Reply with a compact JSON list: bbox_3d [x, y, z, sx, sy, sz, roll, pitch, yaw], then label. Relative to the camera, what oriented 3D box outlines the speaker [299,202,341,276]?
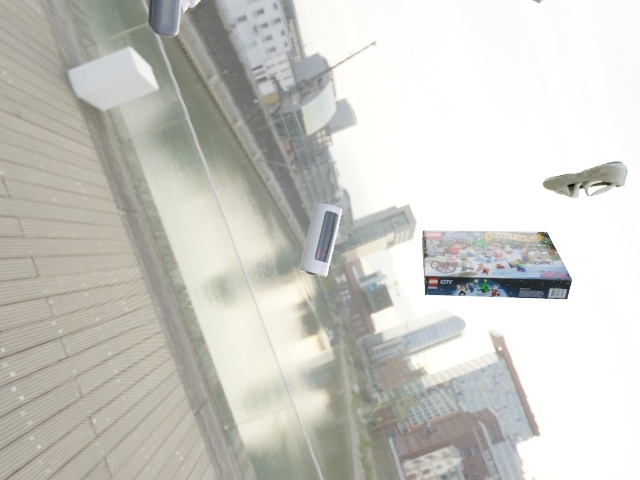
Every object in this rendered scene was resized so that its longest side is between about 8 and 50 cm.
[{"bbox_3d":[0.000,0.000,0.916,0.055,0.055,0.136,65,38,-80],"label":"speaker"}]

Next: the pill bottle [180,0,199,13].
[{"bbox_3d":[-0.341,-0.675,1.252,0.086,0.152,0.086,31,-15,10],"label":"pill bottle"}]

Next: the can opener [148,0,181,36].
[{"bbox_3d":[-0.268,-0.484,0.764,0.076,0.095,0.284,52,-44,46],"label":"can opener"}]

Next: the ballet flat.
[{"bbox_3d":[0.488,-0.105,0.897,0.168,0.057,0.053,163,-67,-65],"label":"ballet flat"}]

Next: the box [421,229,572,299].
[{"bbox_3d":[0.300,0.038,0.852,0.159,0.232,0.044,-75,163,-58],"label":"box"}]

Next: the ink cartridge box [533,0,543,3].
[{"bbox_3d":[0.389,-0.515,0.771,0.082,0.139,0.191,41,-18,25],"label":"ink cartridge box"}]
